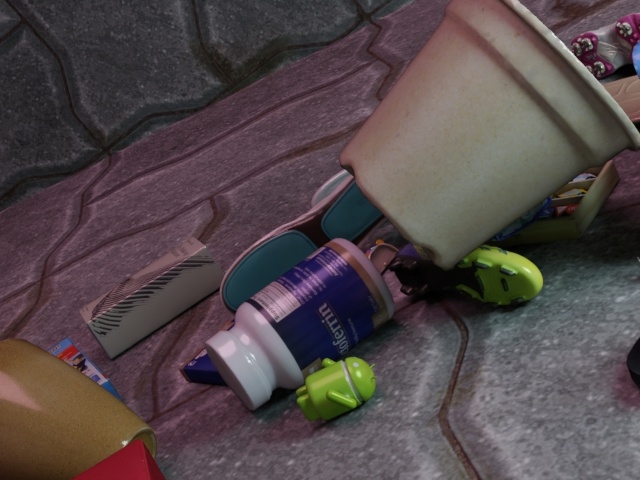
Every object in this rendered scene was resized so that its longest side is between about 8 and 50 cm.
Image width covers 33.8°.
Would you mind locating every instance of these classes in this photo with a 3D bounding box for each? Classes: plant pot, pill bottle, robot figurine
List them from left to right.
[{"bbox_3d":[-0.378,0.292,1.540,0.254,0.237,0.237,16,41,21],"label":"plant pot"},{"bbox_3d":[-0.032,0.127,1.580,0.264,0.153,0.153,-36,22,-15],"label":"pill bottle"},{"bbox_3d":[0.025,0.203,1.450,0.115,0.067,0.101,-26,19,7],"label":"robot figurine"},{"bbox_3d":[0.204,-0.139,1.426,0.305,0.334,0.334,-45,19,9],"label":"plant pot"}]

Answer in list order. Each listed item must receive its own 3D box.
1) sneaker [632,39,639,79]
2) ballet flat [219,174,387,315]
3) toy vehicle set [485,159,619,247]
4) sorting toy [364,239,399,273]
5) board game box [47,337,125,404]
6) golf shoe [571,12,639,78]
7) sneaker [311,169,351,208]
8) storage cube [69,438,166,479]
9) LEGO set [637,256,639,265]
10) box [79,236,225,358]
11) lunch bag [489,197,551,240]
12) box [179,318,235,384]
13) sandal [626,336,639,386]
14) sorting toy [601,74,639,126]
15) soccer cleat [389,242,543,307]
[{"bbox_3d":[0.520,-0.304,1.525,0.090,0.081,0.232,-12,34,36],"label":"sneaker"},{"bbox_3d":[0.000,0.000,1.861,0.400,0.139,0.139,-40,20,5],"label":"ballet flat"},{"bbox_3d":[0.326,-0.051,1.691,0.267,0.035,0.166,-8,29,43],"label":"toy vehicle set"},{"bbox_3d":[0.081,0.041,1.802,0.075,0.045,0.083,-35,10,49],"label":"sorting toy"},{"bbox_3d":[-0.513,0.323,1.836,0.308,0.086,0.302,-36,22,-16],"label":"board game box"},{"bbox_3d":[0.607,-0.384,1.978,0.140,0.115,0.306,-29,16,-21],"label":"golf shoe"},{"bbox_3d":[0.096,-0.126,2.074,0.296,0.104,0.147,-29,18,-16],"label":"sneaker"},{"bbox_3d":[-0.236,0.382,1.215,0.215,0.183,0.193,-31,21,-4],"label":"storage cube"},{"bbox_3d":[0.448,0.038,1.362,0.054,0.023,0.083,-36,35,-11],"label":"LEGO set"},{"bbox_3d":[-0.329,0.110,2.076,0.275,0.094,0.113,-35,21,-13],"label":"box"},{"bbox_3d":[0.253,-0.053,1.600,0.129,0.096,0.151,3,41,46],"label":"lunch bag"},{"bbox_3d":[-0.118,0.183,1.726,0.225,0.036,0.136,-2,34,48],"label":"box"},{"bbox_3d":[0.430,0.082,1.228,0.097,0.054,0.254,-2,34,50],"label":"sandal"},{"bbox_3d":[0.529,-0.238,1.867,0.208,0.038,0.193,-6,30,36],"label":"sorting toy"},{"bbox_3d":[0.223,0.031,1.559,0.121,0.093,0.289,-38,22,-29],"label":"soccer cleat"}]
